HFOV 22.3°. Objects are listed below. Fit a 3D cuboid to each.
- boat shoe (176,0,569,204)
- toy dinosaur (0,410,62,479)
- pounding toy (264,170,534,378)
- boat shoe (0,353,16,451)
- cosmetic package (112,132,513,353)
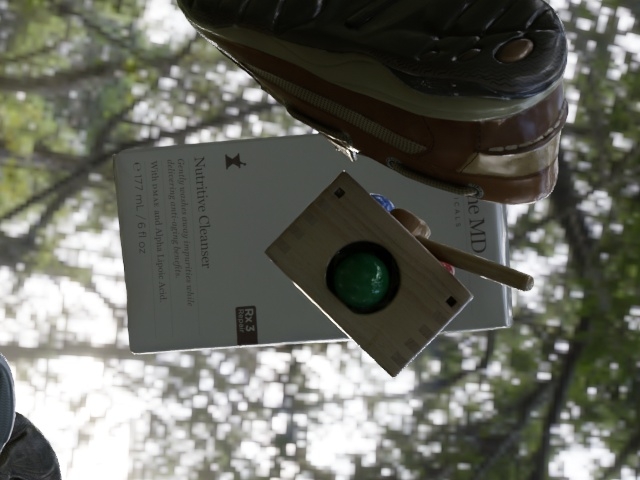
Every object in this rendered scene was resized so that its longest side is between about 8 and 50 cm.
[{"bbox_3d":[0.023,-0.102,0.991,0.324,0.123,0.120,32,-35,49],"label":"boat shoe"},{"bbox_3d":[-0.371,0.244,1.840,0.160,0.313,0.121,-51,174,-36],"label":"toy dinosaur"},{"bbox_3d":[0.047,0.018,1.009,0.100,0.130,0.141,-46,176,-1],"label":"pounding toy"},{"bbox_3d":[-0.323,0.178,1.416,0.076,0.083,0.226,-119,-135,-56],"label":"boat shoe"},{"bbox_3d":[0.000,0.000,1.659,0.156,0.385,0.217,13,71,-79],"label":"cosmetic package"}]
